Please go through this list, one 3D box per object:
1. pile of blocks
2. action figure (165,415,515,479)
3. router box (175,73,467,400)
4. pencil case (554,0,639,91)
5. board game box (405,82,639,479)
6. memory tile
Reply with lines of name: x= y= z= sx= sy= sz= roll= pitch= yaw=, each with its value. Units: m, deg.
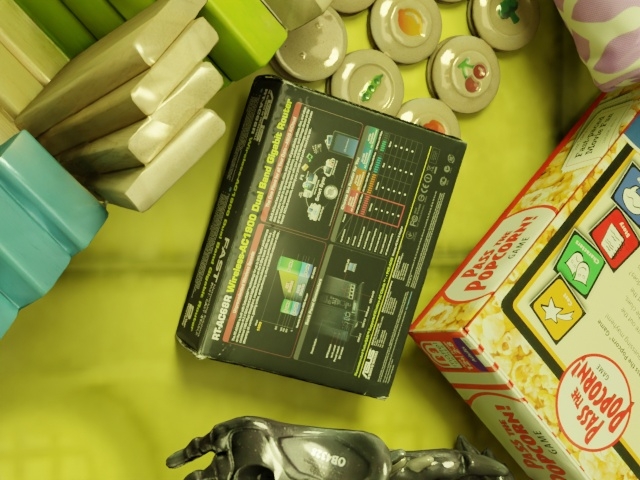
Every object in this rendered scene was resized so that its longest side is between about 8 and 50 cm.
pile of blocks: x=-0.126 y=-0.043 z=0.485 sx=0.362 sy=0.149 sz=0.112 roll=-48 pitch=109 yaw=-14
action figure: x=0.020 y=0.150 z=0.565 sx=0.275 sy=0.141 sz=0.164 roll=36 pitch=43 yaw=-58
router box: x=0.000 y=0.000 z=0.596 sx=0.092 sy=0.038 sz=0.122 roll=17 pitch=92 yaw=-24
pencil case: x=0.120 y=-0.168 z=0.607 sx=0.088 sy=0.086 sz=0.206 roll=-25 pitch=92 yaw=-16
board game box: x=0.150 y=0.026 z=0.649 sx=0.193 sy=0.045 sz=0.147 roll=-48 pitch=109 yaw=-25
memory tile: x=0.050 y=-0.113 z=0.634 sx=0.113 sy=0.012 sz=0.148 roll=38 pitch=78 yaw=-20
